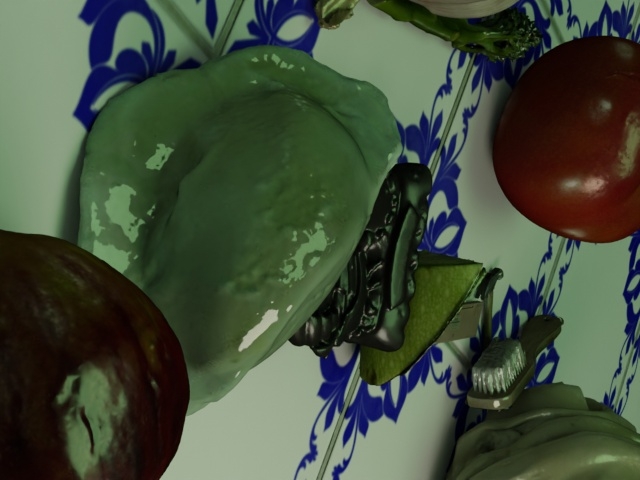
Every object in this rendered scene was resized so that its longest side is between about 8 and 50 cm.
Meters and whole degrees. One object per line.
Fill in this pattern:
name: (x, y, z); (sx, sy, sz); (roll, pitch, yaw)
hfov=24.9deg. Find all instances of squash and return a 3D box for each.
squash: (0.082, 0.072, 1.681); (0.085, 0.192, 0.184); (38, 81, -17)

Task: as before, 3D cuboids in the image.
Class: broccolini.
broccolini: (0.162, -0.281, 1.764); (0.079, 0.074, 0.392); (-42, 156, 20)

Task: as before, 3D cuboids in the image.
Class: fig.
fig: (-0.209, 0.123, 1.095); (0.224, 0.224, 0.263); (-36, 132, -51)

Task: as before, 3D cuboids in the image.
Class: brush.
brush: (0.285, 0.155, 2.089); (0.327, 0.070, 0.065); (-34, 121, -60)

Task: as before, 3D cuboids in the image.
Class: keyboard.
keyboard: (0.175, 0.108, 1.948); (0.166, 0.017, 0.055); (-2, 106, -60)

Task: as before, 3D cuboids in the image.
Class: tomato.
tomato: (0.356, -0.132, 1.973); (0.298, 0.226, 0.299); (11, 90, -68)

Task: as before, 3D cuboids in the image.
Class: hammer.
hammer: (0.237, 0.132, 2.065); (0.062, 0.017, 0.182); (-30, 126, -53)

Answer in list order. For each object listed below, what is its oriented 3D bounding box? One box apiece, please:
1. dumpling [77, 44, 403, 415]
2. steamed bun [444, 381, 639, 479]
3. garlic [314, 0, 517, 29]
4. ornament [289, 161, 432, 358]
dumpling: (-0.059, -0.021, 1.305); (0.321, 0.211, 0.270); (-62, 145, -48)
steamed bun: (0.297, 0.319, 1.994); (0.324, 0.309, 0.219); (-21, 90, -52)
garlic: (0.092, -0.310, 1.521); (0.253, 0.245, 0.245); (-42, 148, 6)
ornament: (0.000, 0.000, 1.539); (0.260, 0.106, 0.251); (7, 91, -55)
